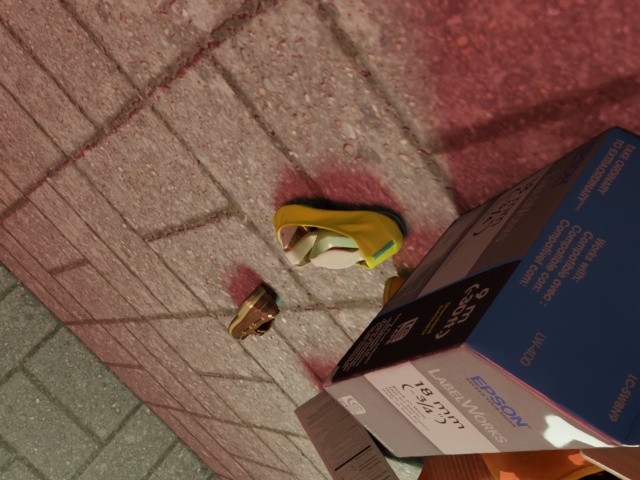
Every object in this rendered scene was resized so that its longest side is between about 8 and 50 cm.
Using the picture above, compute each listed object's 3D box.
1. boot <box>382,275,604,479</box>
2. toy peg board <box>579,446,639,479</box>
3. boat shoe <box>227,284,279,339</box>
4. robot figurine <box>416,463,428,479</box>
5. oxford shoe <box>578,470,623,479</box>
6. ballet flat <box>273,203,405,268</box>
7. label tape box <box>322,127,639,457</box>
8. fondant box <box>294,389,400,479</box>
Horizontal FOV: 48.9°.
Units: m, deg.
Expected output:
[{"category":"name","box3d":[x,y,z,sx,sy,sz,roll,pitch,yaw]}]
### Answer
[{"category":"boot","box3d":[0.193,0.129,0.765,0.211,0.295,0.104,-29,142,22]},{"category":"toy peg board","box3d":[0.333,0.161,0.608,0.161,0.161,0.079,26,164,26]},{"category":"boat shoe","box3d":[-0.113,0.138,1.203,0.060,0.064,0.178,41,149,4]},{"category":"robot figurine","box3d":[0.254,0.413,1.080,0.219,0.128,0.158,24,132,31]},{"category":"oxford shoe","box3d":[0.396,0.298,0.814,0.096,0.083,0.227,32,158,-35]},{"category":"ballet flat","box3d":[0.000,0.000,0.857,0.231,0.077,0.077,4,135,49]},{"category":"label tape box","box3d":[0.170,0.037,0.535,0.106,0.240,0.333,45,151,-4]},{"category":"fondant box","box3d":[0.095,0.433,1.194,0.238,0.096,0.330,62,173,-34]}]
